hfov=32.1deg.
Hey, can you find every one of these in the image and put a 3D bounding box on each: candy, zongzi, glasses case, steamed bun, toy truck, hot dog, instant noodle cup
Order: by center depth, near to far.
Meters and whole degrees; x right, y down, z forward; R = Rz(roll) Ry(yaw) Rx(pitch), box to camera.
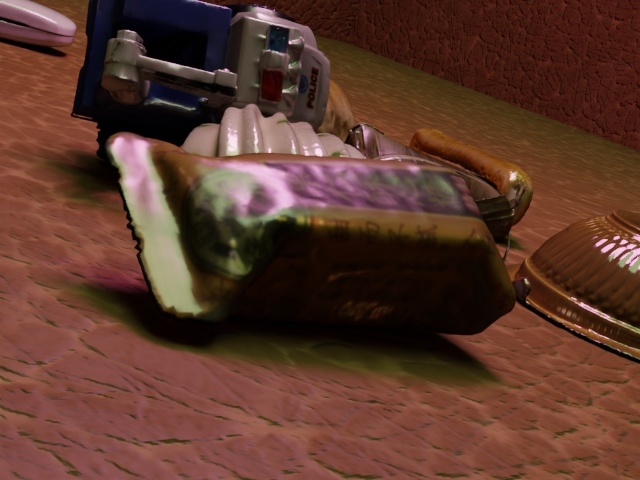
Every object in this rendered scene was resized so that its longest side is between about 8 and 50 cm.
[{"bbox_3d":[0.000,0.000,0.697,0.271,0.101,0.143,7,44,-32],"label":"candy"},{"bbox_3d":[-0.032,-0.042,0.839,0.182,0.106,0.183,16,15,-4],"label":"steamed bun"},{"bbox_3d":[-0.093,-0.141,0.933,0.213,0.161,0.177,9,-5,-21],"label":"toy truck"},{"bbox_3d":[0.299,0.036,0.980,0.274,0.091,0.274,17,14,-4],"label":"instant noodle cup"},{"bbox_3d":[0.104,-0.014,0.988,0.187,0.084,0.184,19,27,-13],"label":"zongzi"},{"bbox_3d":[0.168,-0.075,1.287,0.061,0.088,0.286,18,15,-21],"label":"hot dog"},{"bbox_3d":[-0.447,-0.308,1.498,0.233,0.059,0.092,13,15,-13],"label":"glasses case"}]

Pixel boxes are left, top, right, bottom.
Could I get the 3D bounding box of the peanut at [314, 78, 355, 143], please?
[{"bbox_3d":[-0.043,-0.126,1.132,0.129,0.129,0.224,24,14,26],"label":"peanut"}]
